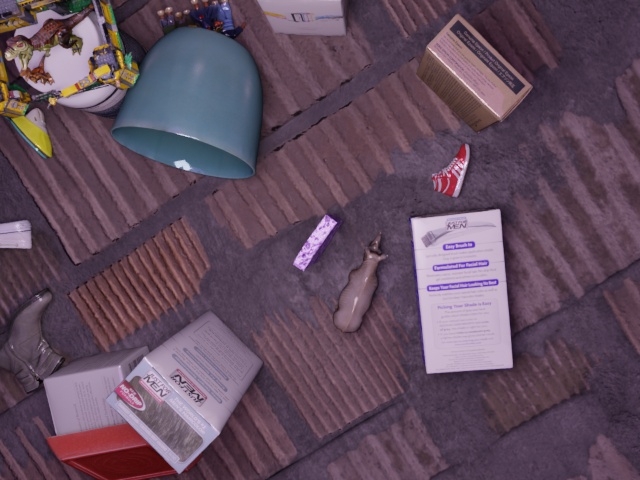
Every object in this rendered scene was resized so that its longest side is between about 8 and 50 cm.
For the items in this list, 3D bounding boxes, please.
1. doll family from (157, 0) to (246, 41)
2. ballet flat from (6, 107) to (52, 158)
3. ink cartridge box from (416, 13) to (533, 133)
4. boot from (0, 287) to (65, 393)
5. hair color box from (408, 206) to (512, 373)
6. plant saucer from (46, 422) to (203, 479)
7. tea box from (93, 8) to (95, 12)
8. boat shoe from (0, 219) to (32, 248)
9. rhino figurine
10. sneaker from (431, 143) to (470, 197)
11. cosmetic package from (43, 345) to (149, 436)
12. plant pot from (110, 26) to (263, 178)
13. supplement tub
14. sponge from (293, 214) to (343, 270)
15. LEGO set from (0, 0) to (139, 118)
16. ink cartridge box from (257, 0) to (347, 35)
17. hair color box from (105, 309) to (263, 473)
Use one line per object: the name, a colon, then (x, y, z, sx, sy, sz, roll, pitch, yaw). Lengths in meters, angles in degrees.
doll family: (-0.261, -0.463, 1.164, 0.192, 0.076, 0.112, -18, 88, 3)
ballet flat: (-0.692, -0.292, 1.220, 0.231, 0.077, 0.077, 42, 80, 2)
ink cartridge box: (0.293, -0.319, 1.045, 0.193, 0.235, 0.088, 43, 98, 0)
boot: (-0.675, 0.242, 1.267, 0.161, 0.083, 0.246, 41, 103, -6)
hair color box: (0.301, 0.105, 1.146, 0.185, 0.110, 0.339, -5, 96, 7)
plant saucer: (-0.433, 0.488, 1.188, 0.258, 0.259, 0.048, -11, 50, 6)
tea box: (-0.553, -0.634, 1.046, 0.220, 0.329, 0.323, 45, 98, 1)
boat shoe: (-0.798, 0.003, 1.245, 0.226, 0.083, 0.076, -8, 93, 5)
rhino figurine: (0.091, 0.096, 1.163, 0.073, 0.106, 0.244, 22, 97, 2)
sneaker: (0.284, -0.159, 1.156, 0.066, 0.042, 0.119, 13, 98, 1)
cosmetic package: (-0.496, 0.349, 1.214, 0.183, 0.151, 0.152, -11, 94, 7)
plant pot: (-0.248, -0.284, 1.081, 0.292, 0.293, 0.235, 13, 82, 4)
supplement tub: (-0.470, -0.361, 1.090, 0.190, 0.272, 0.191, 0, 94, 5)
sponge: (0.000, 0.000, 1.111, 0.031, 0.210, 0.117, 34, 96, 3)
LEGO set: (-0.484, -0.340, 0.858, 0.330, 0.192, 0.255, -5, 94, 6)
ink cartridge box: (-0.028, -0.532, 1.056, 0.168, 0.232, 0.172, 4, 95, 4)
hair color box: (-0.251, 0.281, 1.074, 0.185, 0.374, 0.113, 45, 97, 0)
